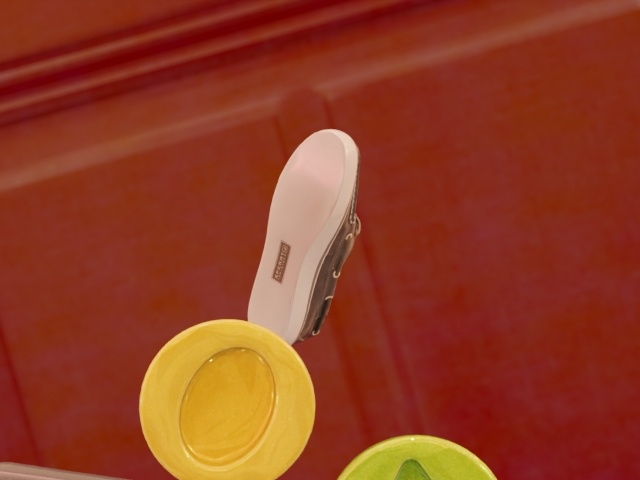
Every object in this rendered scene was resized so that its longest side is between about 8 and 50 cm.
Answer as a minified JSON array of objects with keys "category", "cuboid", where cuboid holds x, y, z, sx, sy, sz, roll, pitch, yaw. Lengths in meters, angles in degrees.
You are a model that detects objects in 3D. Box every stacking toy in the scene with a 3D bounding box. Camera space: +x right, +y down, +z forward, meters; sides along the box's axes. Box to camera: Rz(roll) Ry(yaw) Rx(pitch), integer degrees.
[{"category":"stacking toy","cuboid":[-0.027,0.225,1.371,0.280,0.309,0.130,21,3,-5]}]

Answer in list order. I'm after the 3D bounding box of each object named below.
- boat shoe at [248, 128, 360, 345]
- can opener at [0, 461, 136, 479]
[{"category":"boat shoe","cuboid":[0.000,0.000,1.784,0.076,0.228,0.080,-6,29,-44]},{"category":"can opener","cuboid":[-0.024,0.131,0.850,0.283,0.095,0.076,8,33,6]}]
